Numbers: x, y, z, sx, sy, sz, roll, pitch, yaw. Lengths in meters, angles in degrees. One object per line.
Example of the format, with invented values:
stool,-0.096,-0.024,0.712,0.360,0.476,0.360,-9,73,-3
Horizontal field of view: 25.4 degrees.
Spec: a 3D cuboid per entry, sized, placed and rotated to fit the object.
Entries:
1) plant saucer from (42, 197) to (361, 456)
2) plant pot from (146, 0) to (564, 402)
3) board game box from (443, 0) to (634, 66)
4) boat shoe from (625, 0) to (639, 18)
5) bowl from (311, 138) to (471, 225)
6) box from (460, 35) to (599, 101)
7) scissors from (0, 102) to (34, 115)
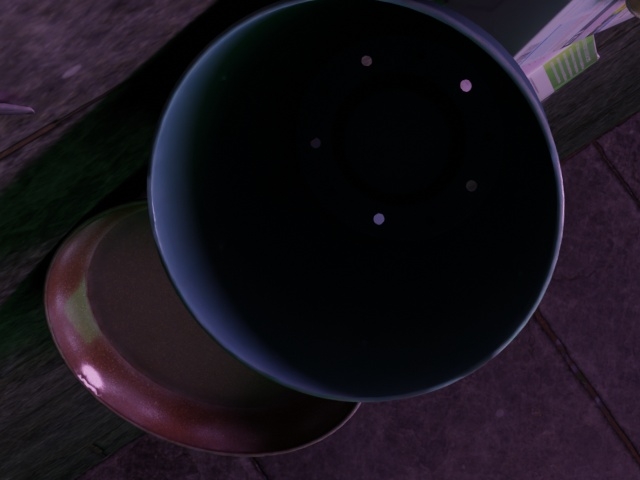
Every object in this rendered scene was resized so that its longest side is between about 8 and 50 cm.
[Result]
plant saucer,-0.100,0.075,1.308,0.310,0.310,0.050,-40,-162,35
plant pot,0.043,-0.056,1.086,0.293,0.293,0.235,-37,-174,19
board game box,0.288,-0.284,1.310,0.303,0.097,0.224,-25,168,-41
boat shoe,0.298,-0.214,1.225,0.072,0.068,0.190,-24,174,19
bowl,0.000,0.000,1.478,0.311,0.163,0.311,-40,180,0
box,0.192,-0.165,1.741,0.322,0.058,0.232,-34,172,9
scissors,-0.244,-0.071,0.769,0.109,0.021,0.297,-37,172,3
